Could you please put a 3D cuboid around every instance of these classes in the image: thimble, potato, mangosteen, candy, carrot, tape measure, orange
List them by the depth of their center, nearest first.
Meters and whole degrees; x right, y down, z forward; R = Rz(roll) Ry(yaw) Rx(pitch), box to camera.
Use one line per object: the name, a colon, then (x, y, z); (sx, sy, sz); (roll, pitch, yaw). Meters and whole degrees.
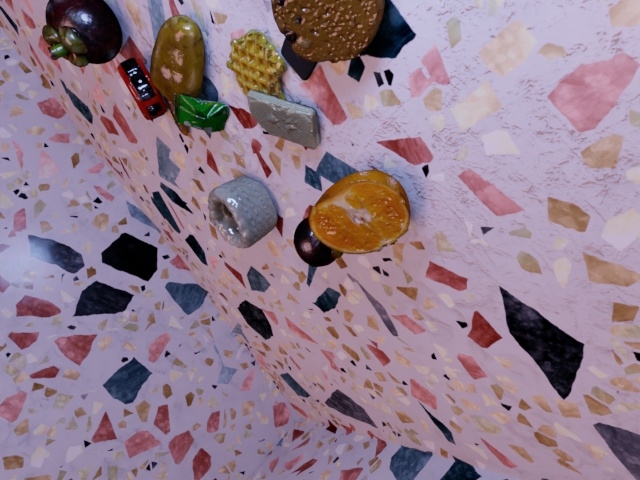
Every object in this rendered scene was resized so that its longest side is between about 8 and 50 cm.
orange: (0.117, -0.080, 1.353); (0.274, 0.274, 0.310); (43, 104, 10)
potato: (-0.518, -0.650, 1.604); (0.369, 0.176, 0.195); (-51, 55, 53)
mangosteen: (0.000, 0.000, 1.629); (0.210, 0.210, 0.210); (30, 143, 26)
candy: (-0.457, -0.482, 1.687); (0.078, 0.203, 0.141); (-101, 24, -45)
mangosteen: (-0.982, -0.867, 1.801); (0.300, 0.300, 0.300); (30, 143, 26)
tape measure: (-0.748, -0.639, 1.866); (0.253, 0.114, 0.260); (63, 167, -20)
carrot: (-0.632, -0.587, 1.880); (0.066, 0.066, 0.314); (22, 139, 35)
thimble: (-0.340, -0.123, 1.894); (0.291, 0.195, 0.291); (34, 144, 30)

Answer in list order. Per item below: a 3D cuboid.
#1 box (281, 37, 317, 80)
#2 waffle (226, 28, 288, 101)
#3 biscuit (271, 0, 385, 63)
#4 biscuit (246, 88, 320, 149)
box: (-0.057, -0.550, 1.281); (0.125, 0.027, 0.126); (51, 149, 2)
waffle: (-0.195, -0.538, 1.430); (0.291, 0.051, 0.291); (33, 145, 26)
biscuit: (0.015, -0.571, 1.049); (0.296, 0.075, 0.296); (8, 141, 7)
biscuit: (-0.123, -0.394, 1.437); (0.252, 0.052, 0.150); (24, 151, 18)
